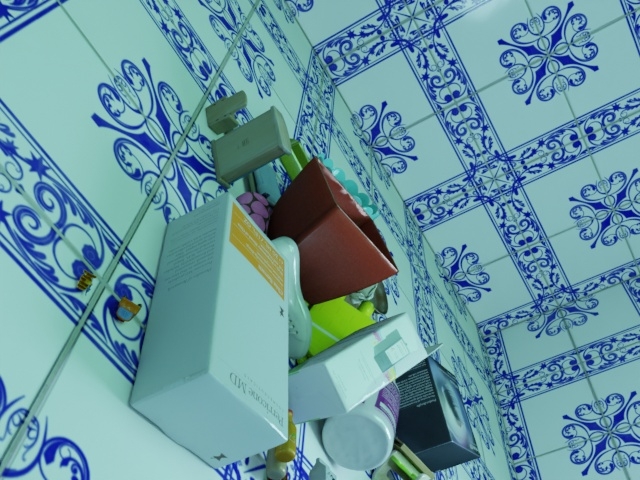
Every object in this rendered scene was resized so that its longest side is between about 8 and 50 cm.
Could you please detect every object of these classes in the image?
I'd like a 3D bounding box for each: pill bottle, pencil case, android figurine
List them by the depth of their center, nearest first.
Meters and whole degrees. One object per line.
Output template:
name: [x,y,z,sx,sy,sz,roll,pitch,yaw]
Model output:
pencil case: [-0.168,-0.029,1.636,0.098,0.095,0.209,33,33,-22]
pill bottle: [0.111,0.422,1.703,0.169,0.169,0.301,62,18,-9]
android figurine: [0.035,0.232,1.736,0.248,0.056,0.273,32,48,1]

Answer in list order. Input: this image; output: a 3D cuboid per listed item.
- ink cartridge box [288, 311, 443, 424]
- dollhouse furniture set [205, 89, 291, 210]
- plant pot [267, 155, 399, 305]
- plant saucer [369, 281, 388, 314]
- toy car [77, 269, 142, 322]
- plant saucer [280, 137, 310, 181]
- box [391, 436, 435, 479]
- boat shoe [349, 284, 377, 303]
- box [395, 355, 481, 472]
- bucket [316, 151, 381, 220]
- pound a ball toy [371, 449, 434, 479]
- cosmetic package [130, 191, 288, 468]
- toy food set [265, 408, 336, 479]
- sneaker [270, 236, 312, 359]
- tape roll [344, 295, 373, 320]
ink cartridge box: [0.093,0.274,1.551,0.353,0.207,0.119,-23,85,-41]
dollhouse furniture set: [-0.128,-0.223,1.846,0.303,0.198,0.287,41,29,-52]
plant pot: [0.000,0.000,1.714,0.267,0.235,0.267,45,14,-32]
plant saucer: [0.148,0.125,2.403,0.311,0.050,0.311,53,22,-32]
toy car: [-0.344,0.094,1.102,0.122,0.060,0.041,37,73,-25]
plant saucer: [-0.074,-0.260,2.297,0.189,0.045,0.188,62,18,-8]
box: [0.214,0.572,1.875,0.164,0.021,0.201,22,-24,51]
boat shoe: [0.120,0.122,1.899,0.302,0.109,0.094,84,-12,-83]
box: [0.356,0.560,2.195,0.296,0.182,0.294,40,31,-52]
bucket: [0.029,-0.109,2.053,0.281,0.183,0.281,43,12,-11]
pound a ball toy: [0.262,0.691,1.766,0.208,0.136,0.319,29,-18,52]
cosmetic package: [-0.182,0.148,1.257,0.230,0.161,0.453,51,23,-35]
toy food set: [-0.038,0.444,1.340,0.232,0.111,0.105,51,22,-29]
sneaker: [-0.101,0.145,1.554,0.123,0.105,0.290,-24,107,-56]
tape roll: [0.053,0.201,1.997,0.392,0.072,0.392,55,20,-30]
